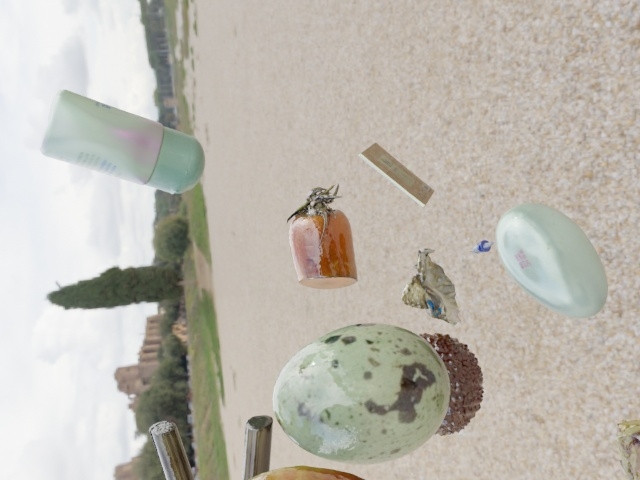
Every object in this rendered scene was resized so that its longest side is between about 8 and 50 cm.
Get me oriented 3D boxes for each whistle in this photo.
[{"bbox_3d":[0.389,0.014,1.401,0.029,0.033,0.083,60,161,2],"label":"whistle"}]

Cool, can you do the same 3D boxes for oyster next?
[{"bbox_3d":[0.283,0.130,1.479,0.223,0.083,0.214,52,-149,-21],"label":"oyster"}]

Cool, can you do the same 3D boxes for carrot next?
[{"bbox_3d":[0.000,0.000,1.789,0.214,0.193,0.331,-13,-83,-68],"label":"carrot"}]

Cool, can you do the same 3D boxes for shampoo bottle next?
[{"bbox_3d":[-0.429,-0.209,1.320,0.221,0.349,0.151,2,77,62],"label":"shampoo bottle"}]

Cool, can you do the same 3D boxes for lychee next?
[{"bbox_3d":[0.296,0.369,1.523,0.300,0.264,0.264,92,168,-63],"label":"lychee"}]

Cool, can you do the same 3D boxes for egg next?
[{"bbox_3d":[0.088,0.318,1.231,0.287,0.379,0.288,177,90,-81],"label":"egg"},{"bbox_3d":[0.646,0.057,1.638,0.371,0.230,0.230,50,162,6],"label":"egg"}]

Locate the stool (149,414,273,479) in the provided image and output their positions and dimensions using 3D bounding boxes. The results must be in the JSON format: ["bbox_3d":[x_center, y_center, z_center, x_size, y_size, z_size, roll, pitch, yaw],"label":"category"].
[{"bbox_3d":[-0.221,0.516,1.155,0.310,0.310,0.226,-66,-30,-73],"label":"stool"}]

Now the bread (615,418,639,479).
[{"bbox_3d":[0.893,0.534,1.382,0.167,0.324,0.278,-35,-72,-56],"label":"bread"}]

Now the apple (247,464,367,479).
[{"bbox_3d":[-0.021,0.453,0.778,0.250,0.309,0.278,-105,29,-51],"label":"apple"}]

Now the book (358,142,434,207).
[{"bbox_3d":[0.165,-0.141,1.249,0.012,0.172,0.118,-53,-5,28],"label":"book"}]
